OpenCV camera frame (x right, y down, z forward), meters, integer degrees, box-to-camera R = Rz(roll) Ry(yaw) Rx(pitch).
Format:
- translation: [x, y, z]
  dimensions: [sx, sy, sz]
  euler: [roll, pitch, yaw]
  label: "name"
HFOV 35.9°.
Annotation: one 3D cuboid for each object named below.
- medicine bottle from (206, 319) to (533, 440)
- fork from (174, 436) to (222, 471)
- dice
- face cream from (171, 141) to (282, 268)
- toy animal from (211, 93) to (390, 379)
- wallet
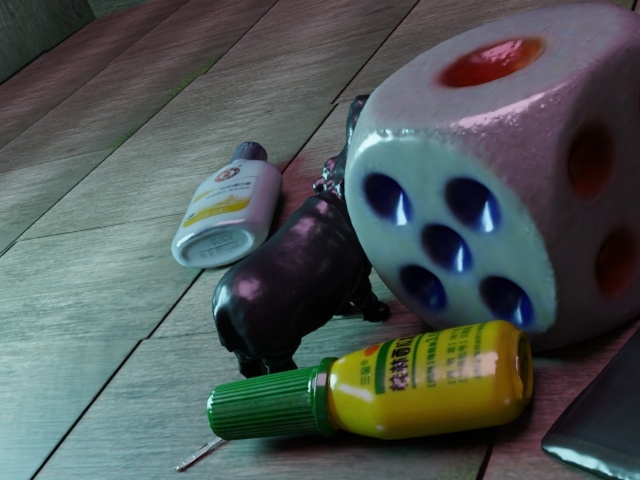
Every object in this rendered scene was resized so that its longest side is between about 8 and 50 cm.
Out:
- translation: [0.039, 0.139, 0.897]
  dimensions: [0.308, 0.076, 0.111]
  euler: [-14, 26, 23]
  label: "medicine bottle"
- translation: [-0.096, 0.194, 0.981]
  dimensions: [0.115, 0.012, 0.016]
  euler: [-37, 24, -16]
  label: "fork"
- translation: [0.199, -0.060, 0.943]
  dimensions: [0.243, 0.251, 0.259]
  euler: [11, 42, 47]
  label: "dice"
- translation: [-0.121, -0.062, 1.425]
  dimensions: [0.143, 0.071, 0.291]
  euler: [-16, 26, 17]
  label: "face cream"
- translation: [0.011, 0.007, 1.057]
  dimensions: [0.106, 0.168, 0.343]
  euler: [3, 51, 47]
  label: "toy animal"
- translation: [0.300, 0.104, 0.776]
  dimensions: [0.245, 0.052, 0.168]
  euler: [-38, 25, -22]
  label: "wallet"
